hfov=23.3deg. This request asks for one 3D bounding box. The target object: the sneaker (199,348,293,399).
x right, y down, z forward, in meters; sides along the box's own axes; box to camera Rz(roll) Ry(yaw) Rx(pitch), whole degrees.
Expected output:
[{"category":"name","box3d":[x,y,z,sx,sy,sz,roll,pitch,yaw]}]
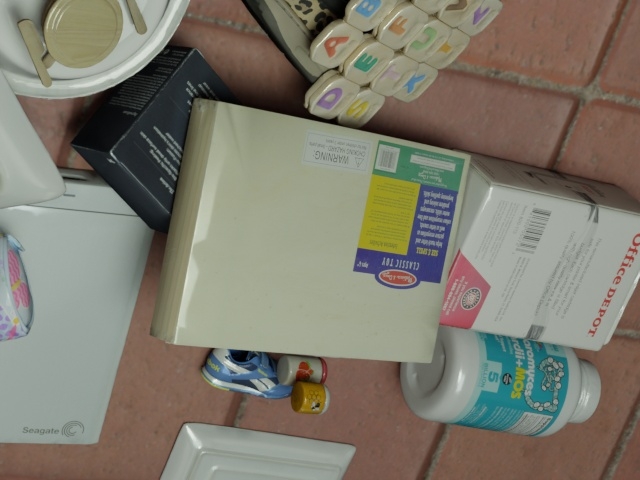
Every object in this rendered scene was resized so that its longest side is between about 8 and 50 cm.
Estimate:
[{"category":"sneaker","box3d":[-0.081,0.165,1.990,0.144,0.053,0.059,12,110,-30]}]

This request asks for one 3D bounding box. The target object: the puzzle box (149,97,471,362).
[{"category":"puzzle box","box3d":[0.000,0.000,1.809,0.409,0.052,0.272,9,93,-42]}]

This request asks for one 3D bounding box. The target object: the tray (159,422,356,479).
[{"category":"tray","box3d":[-0.086,0.327,2.095,0.270,0.030,0.145,12,113,-30]}]

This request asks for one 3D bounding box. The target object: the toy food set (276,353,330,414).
[{"category":"toy food set","box3d":[0.016,0.103,1.953,0.105,0.111,0.232,7,85,-28]}]

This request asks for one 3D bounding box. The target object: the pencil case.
[{"category":"pencil case","box3d":[-0.452,0.074,1.696,0.273,0.124,0.113,-12,153,1]}]

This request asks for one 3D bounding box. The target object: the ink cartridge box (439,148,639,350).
[{"category":"ink cartridge box","box3d":[0.272,0.017,2.026,0.283,0.117,0.207,11,112,-29]}]

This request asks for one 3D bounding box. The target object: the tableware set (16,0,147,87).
[{"category":"tableware set","box3d":[-0.253,-0.255,1.500,0.128,0.039,0.194,-32,132,-19]}]

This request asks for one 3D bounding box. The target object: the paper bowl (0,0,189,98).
[{"category":"paper bowl","box3d":[-0.266,-0.281,1.593,0.284,0.148,0.284,-10,120,-18]}]

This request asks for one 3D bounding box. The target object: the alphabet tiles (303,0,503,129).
[{"category":"alphabet tiles","box3d":[0.106,-0.239,1.770,0.284,0.021,0.278,-45,156,15]}]

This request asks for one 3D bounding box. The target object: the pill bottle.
[{"category":"pill bottle","box3d":[0.250,0.186,2.096,0.264,0.146,0.146,12,112,-30]}]

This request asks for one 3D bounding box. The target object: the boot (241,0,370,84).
[{"category":"boot","box3d":[0.011,-0.374,1.670,0.284,0.138,0.377,-35,130,-1]}]

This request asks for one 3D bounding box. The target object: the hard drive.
[{"category":"hard drive","box3d":[-0.337,0.081,1.829,0.233,0.047,0.353,5,115,-27]}]

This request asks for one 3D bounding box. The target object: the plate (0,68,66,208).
[{"category":"plate","box3d":[-0.442,-0.115,1.595,0.278,0.045,0.277,-11,128,16]}]

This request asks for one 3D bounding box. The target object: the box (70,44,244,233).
[{"category":"box","box3d":[-0.166,-0.112,1.738,0.158,0.093,0.156,-54,128,-18]}]
